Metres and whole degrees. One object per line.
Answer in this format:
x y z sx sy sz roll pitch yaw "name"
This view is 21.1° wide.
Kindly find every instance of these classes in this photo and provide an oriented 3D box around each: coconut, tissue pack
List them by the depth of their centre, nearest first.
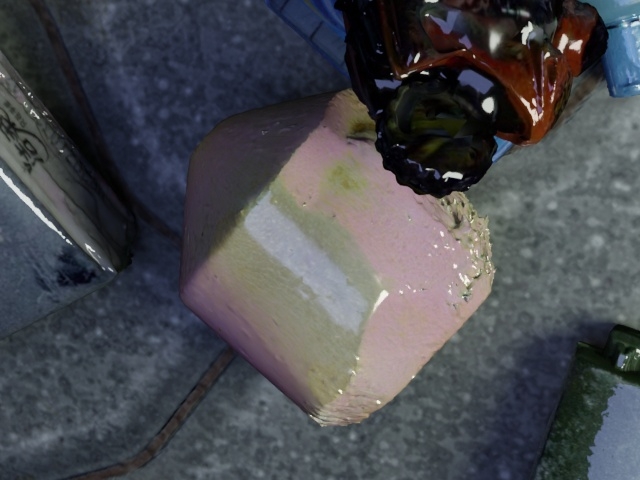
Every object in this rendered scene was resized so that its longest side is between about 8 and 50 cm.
0.000 0.000 1.360 0.245 0.233 0.233 46 114 -3 "coconut"
-0.399 -0.009 1.501 0.394 0.124 0.288 -27 117 24 "tissue pack"

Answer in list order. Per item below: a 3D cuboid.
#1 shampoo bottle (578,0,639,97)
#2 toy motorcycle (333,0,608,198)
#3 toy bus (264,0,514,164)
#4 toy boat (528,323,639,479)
0.214 -0.237 1.298 0.103 0.061 0.258 -11 102 26 "shampoo bottle"
0.092 -0.222 1.267 0.134 0.207 0.401 120 136 -58 "toy motorcycle"
0.068 -0.152 1.370 0.236 0.079 0.094 43 130 3 "toy bus"
0.231 0.233 1.401 0.141 0.092 0.320 20 101 11 "toy boat"
